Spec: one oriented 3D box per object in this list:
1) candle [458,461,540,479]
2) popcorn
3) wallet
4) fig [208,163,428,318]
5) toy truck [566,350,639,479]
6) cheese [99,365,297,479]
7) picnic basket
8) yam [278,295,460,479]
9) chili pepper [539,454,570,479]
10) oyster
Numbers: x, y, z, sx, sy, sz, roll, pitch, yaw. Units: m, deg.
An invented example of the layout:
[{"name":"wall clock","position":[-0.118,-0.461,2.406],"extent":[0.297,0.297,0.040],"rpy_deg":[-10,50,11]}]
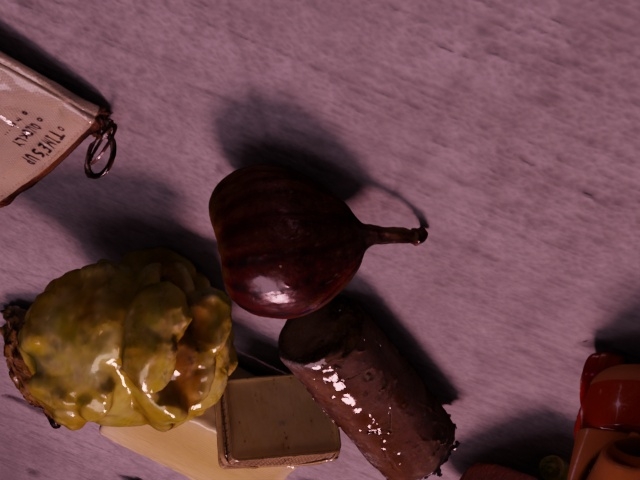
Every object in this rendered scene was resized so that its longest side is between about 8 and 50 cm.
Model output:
[{"name":"candle","position":[0.291,0.387,1.502],"extent":[0.317,0.131,0.287],"rpy_deg":[27,161,33]},{"name":"popcorn","position":[-0.214,0.121,1.401],"extent":[0.241,0.235,0.250],"rpy_deg":[15,-174,25]},{"name":"wallet","position":[-0.391,-0.133,1.250],"extent":[0.274,0.068,0.335],"rpy_deg":[35,148,-24]},{"name":"fig","position":[-0.024,0.009,1.152],"extent":[0.202,0.149,0.148],"rpy_deg":[16,168,27]},{"name":"toy truck","position":[0.352,0.255,1.210],"extent":[0.189,0.239,0.265],"rpy_deg":[5,145,27]},{"name":"cheese","position":[-0.164,0.258,1.653],"extent":[0.265,0.124,0.242],"rpy_deg":[27,145,-5]},{"name":"picnic basket","position":[-0.059,0.238,1.513],"extent":[0.164,0.115,0.079],"rpy_deg":[0,161,-16]},{"name":"yam","position":[0.065,0.186,1.403],"extent":[0.131,0.131,0.280],"rpy_deg":[-4,137,36]},{"name":"chili pepper","position":[0.360,0.334,1.523],"extent":[0.208,0.043,0.049],"rpy_deg":[30,123,-22]},{"name":"oyster","position":[-0.406,0.186,1.716],"extent":[0.204,0.111,0.396],"rpy_deg":[29,152,-6]}]
